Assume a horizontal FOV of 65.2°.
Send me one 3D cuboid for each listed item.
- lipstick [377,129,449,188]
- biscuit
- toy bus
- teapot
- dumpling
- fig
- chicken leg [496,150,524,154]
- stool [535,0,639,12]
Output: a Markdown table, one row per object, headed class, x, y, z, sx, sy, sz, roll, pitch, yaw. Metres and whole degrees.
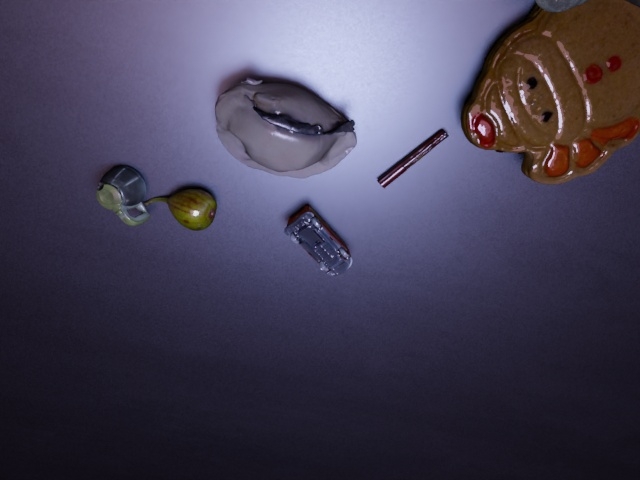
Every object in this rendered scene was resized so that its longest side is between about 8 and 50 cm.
| class | x | y | z | sx | sy | sz | roll | pitch | yaw |
| --- | --- | --- | --- | --- | --- | --- | --- | --- | --- |
| lipstick | 0.198 | -0.177 | 1.080 | 0.176 | 0.027 | 0.027 | -39 | 113 | 17 |
| biscuit | 0.461 | -0.287 | 0.969 | 0.381 | 0.074 | 0.358 | -29 | 106 | 3 |
| toy bus | 0.000 | 0.000 | 1.144 | 0.079 | 0.077 | 0.174 | -37 | 114 | 17 |
| teapot | -0.419 | -0.096 | 1.066 | 0.124 | 0.090 | 0.092 | 29 | 116 | -5 |
| dumpling | -0.071 | -0.198 | 0.989 | 0.293 | 0.163 | 0.204 | 17 | 114 | -24 |
| fig | -0.312 | -0.072 | 1.090 | 0.166 | 0.093 | 0.093 | 7 | 119 | -6 |
| chicken leg | 0.455 | -0.226 | 1.046 | 0.219 | 0.048 | 0.089 | -5 | 122 | 1 |
| stool | 0.496 | -0.519 | 0.731 | 0.311 | 0.226 | 0.310 | -28 | 126 | -11 |
